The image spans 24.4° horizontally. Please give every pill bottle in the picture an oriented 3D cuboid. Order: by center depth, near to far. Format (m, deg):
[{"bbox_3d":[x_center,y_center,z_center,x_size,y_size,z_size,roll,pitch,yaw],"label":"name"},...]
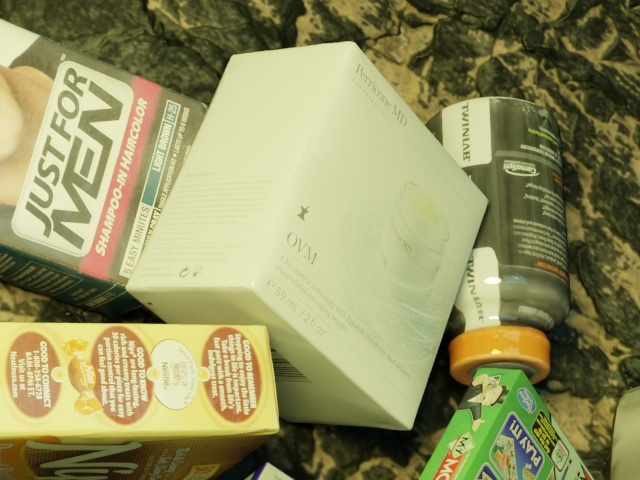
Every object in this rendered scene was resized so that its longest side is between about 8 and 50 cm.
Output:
[{"bbox_3d":[0.156,0.006,1.321,0.130,0.130,0.246,11,62,-20],"label":"pill bottle"}]

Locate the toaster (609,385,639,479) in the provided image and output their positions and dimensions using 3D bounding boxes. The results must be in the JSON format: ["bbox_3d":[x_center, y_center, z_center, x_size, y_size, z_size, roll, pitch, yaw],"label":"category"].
[{"bbox_3d":[0.340,0.215,1.301,0.129,0.146,0.227,17,61,-16],"label":"toaster"}]

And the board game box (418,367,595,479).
[{"bbox_3d":[0.169,0.285,1.164,0.317,0.046,0.213,54,52,-30],"label":"board game box"}]

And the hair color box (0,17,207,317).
[{"bbox_3d":[-0.276,-0.079,1.139,0.347,0.105,0.174,20,70,-23],"label":"hair color box"}]

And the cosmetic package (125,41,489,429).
[{"bbox_3d":[0.000,0.000,1.182,0.224,0.138,0.225,44,56,-41],"label":"cosmetic package"}]

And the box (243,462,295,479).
[{"bbox_3d":[-0.029,0.245,1.121,0.126,0.137,0.072,35,56,-7],"label":"box"}]

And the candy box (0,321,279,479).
[{"bbox_3d":[-0.210,0.126,1.066,0.316,0.183,0.087,3,67,-24],"label":"candy box"}]
